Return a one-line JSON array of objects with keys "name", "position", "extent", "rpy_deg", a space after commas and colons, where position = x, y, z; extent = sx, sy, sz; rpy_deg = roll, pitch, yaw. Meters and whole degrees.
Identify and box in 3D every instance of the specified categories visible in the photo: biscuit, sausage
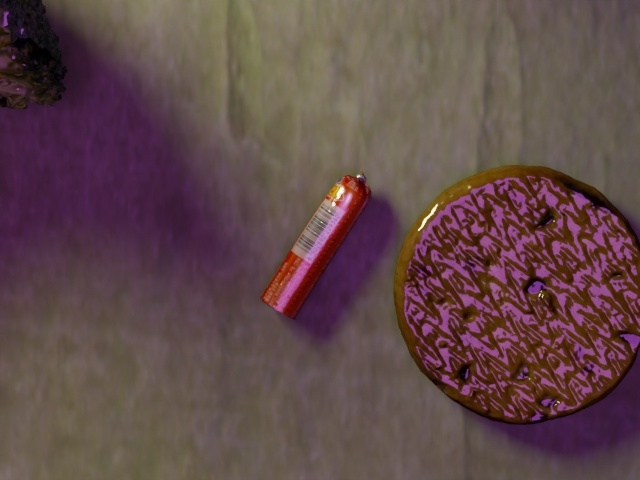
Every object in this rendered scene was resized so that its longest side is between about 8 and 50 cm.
[{"name": "biscuit", "position": [0.161, 0.044, 1.515], "extent": [0.212, 0.036, 0.212], "rpy_deg": [0, 96, -2]}, {"name": "sausage", "position": [0.000, 0.000, 1.504], "extent": [0.034, 0.034, 0.129], "rpy_deg": [31, 95, -6]}]

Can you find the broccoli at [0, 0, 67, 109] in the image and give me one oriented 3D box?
[{"name": "broccoli", "position": [-0.350, -0.105, 1.404], "extent": [0.221, 0.252, 0.361], "rpy_deg": [44, 119, -4]}]
